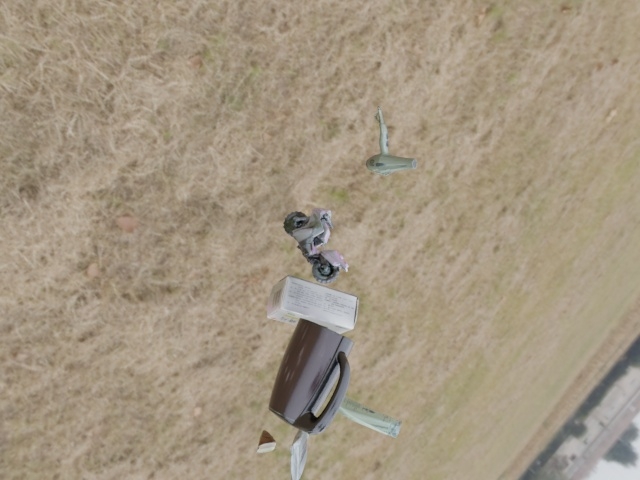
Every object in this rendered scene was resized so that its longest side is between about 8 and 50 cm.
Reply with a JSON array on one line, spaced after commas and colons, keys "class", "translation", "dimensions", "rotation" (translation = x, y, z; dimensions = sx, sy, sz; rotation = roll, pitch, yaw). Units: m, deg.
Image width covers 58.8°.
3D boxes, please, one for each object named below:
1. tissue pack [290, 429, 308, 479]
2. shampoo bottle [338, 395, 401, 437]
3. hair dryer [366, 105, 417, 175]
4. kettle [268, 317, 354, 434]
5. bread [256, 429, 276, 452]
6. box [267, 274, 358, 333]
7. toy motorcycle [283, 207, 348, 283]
[{"class": "tissue pack", "translation": [-0.055, 0.566, 1.537], "dimensions": [0.193, 0.026, 0.122], "rotation": [-38, 129, -76]}, {"class": "shampoo bottle", "translation": [0.140, 0.530, 1.723], "dimensions": [0.072, 0.213, 0.049], "rotation": [-55, 166, -69]}, {"class": "hair dryer", "translation": [0.220, -0.285, 1.685], "dimensions": [0.068, 0.167, 0.199], "rotation": [-17, 122, -49]}, {"class": "kettle", "translation": [-0.013, 0.320, 1.315], "dimensions": [0.144, 0.202, 0.232], "rotation": [36, 74, -45]}, {"class": "bread", "translation": [-0.188, 0.712, 1.993], "dimensions": [0.109, 0.062, 0.043], "rotation": [-64, 172, -81]}, {"class": "box", "translation": [-0.028, 0.266, 2.275], "dimensions": [0.173, 0.333, 0.145], "rotation": [-35, -139, 60]}, {"class": "toy motorcycle", "translation": [0.000, 0.000, 2.120], "dimensions": [0.188, 0.326, 0.143], "rotation": [-31, 154, -4]}]
